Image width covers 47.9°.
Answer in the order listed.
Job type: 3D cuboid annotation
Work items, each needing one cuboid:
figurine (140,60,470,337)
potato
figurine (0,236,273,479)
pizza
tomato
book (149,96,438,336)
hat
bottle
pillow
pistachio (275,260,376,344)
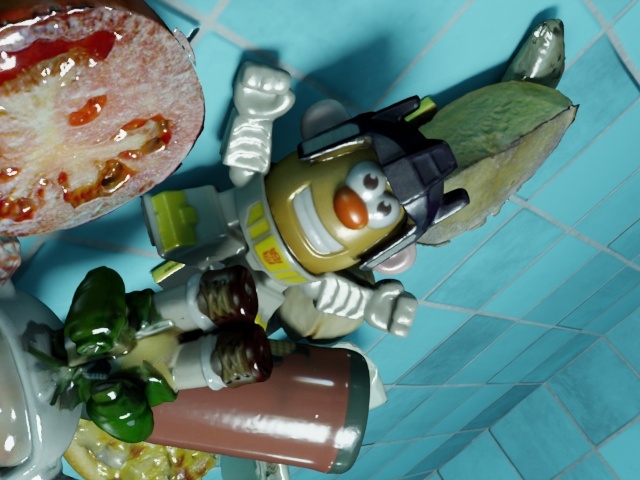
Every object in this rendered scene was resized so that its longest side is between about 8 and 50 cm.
[{"bbox_3d":[-0.006,-0.029,0.693,0.309,0.143,0.308,-5,129,-6],"label":"figurine"},{"bbox_3d":[0.168,-0.085,0.833,0.243,0.098,0.138,-30,148,-15],"label":"potato"},{"bbox_3d":[-0.232,0.113,0.638,0.370,0.281,0.167,-15,-178,5],"label":"figurine"},{"bbox_3d":[-0.205,0.251,0.944,0.223,0.089,0.323,-38,134,-11],"label":"pizza"},{"bbox_3d":[-0.194,-0.097,0.513,0.225,0.085,0.225,-27,153,-15],"label":"tomato"},{"bbox_3d":[0.000,0.000,0.911,0.374,0.028,0.262,-32,149,-3],"label":"book"},{"bbox_3d":[-0.063,0.266,1.157,0.258,0.168,0.301,-27,178,-45],"label":"hat"},{"bbox_3d":[-0.121,0.171,0.811,0.336,0.144,0.144,10,137,-10],"label":"bottle"},{"bbox_3d":[0.241,-0.164,0.886,0.093,0.051,0.241,-14,142,-38],"label":"pillow"},{"bbox_3d":[0.001,0.069,0.858,0.125,0.124,0.185,-21,154,-23],"label":"pistachio"}]
